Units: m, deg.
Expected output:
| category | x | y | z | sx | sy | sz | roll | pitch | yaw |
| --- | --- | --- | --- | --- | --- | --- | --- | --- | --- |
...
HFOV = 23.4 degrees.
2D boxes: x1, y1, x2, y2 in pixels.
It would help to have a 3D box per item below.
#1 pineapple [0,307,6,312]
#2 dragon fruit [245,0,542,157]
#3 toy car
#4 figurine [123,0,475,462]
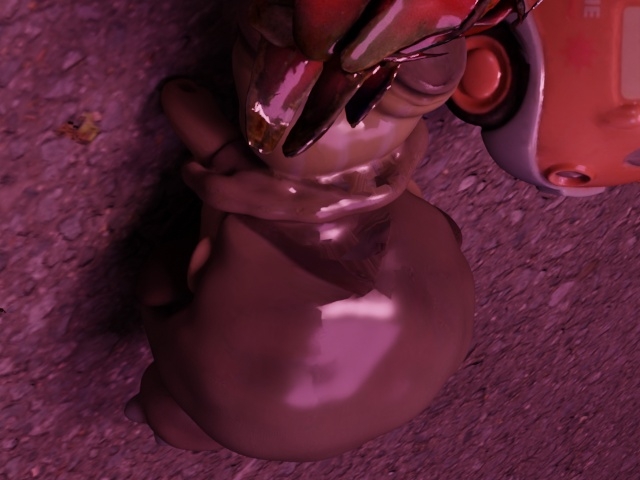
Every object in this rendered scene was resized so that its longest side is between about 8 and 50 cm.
| category | x | y | z | sx | sy | sz | roll | pitch | yaw |
| --- | --- | --- | --- | --- | --- | --- | --- | --- | --- |
| pineapple | -0.290 | 0.029 | 0.729 | 0.340 | 0.169 | 0.169 | -12 | 141 | -54 |
| dragon fruit | 0.028 | -0.171 | 0.743 | 0.192 | 0.193 | 0.274 | 35 | 61 | -49 |
| toy car | 0.207 | -0.157 | 0.938 | 0.180 | 0.212 | 0.271 | -6 | 101 | -51 |
| figurine | 0.000 | -0.001 | 0.976 | 0.248 | 0.203 | 0.381 | -22 | 146 | -24 |
